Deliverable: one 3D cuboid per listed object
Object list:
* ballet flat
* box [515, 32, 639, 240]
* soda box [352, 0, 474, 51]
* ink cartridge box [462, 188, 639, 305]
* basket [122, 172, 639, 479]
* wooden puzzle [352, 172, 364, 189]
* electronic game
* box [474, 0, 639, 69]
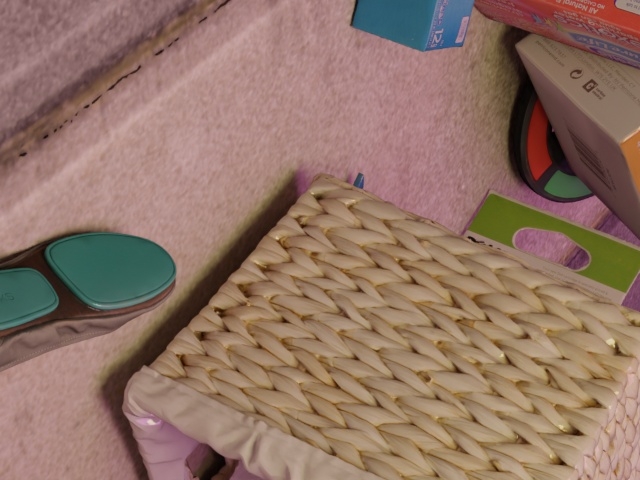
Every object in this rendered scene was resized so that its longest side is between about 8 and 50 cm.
[{"bbox_3d":[-0.180,0.043,1.022,0.068,0.072,0.213,-49,161,30],"label":"ballet flat"},{"bbox_3d":[0.391,-0.180,1.502,0.345,0.168,0.215,-37,141,-1],"label":"box"},{"bbox_3d":[0.092,-0.258,1.240,0.067,0.071,0.210,-17,125,-56],"label":"soda box"},{"bbox_3d":[0.191,0.102,1.559,0.255,0.189,0.097,-57,150,-18],"label":"ink cartridge box"},{"bbox_3d":[0.072,0.176,1.249,0.266,0.331,0.328,-52,152,-27],"label":"basket"},{"bbox_3d":[0.000,0.000,1.340,0.116,0.014,0.078,-48,151,-29],"label":"wooden puzzle"},{"bbox_3d":[0.287,-0.143,1.637,0.229,0.048,0.229,-23,132,-29],"label":"electronic game"},{"bbox_3d":[0.273,-0.229,1.333,0.142,0.300,0.154,27,87,-62],"label":"box"}]
